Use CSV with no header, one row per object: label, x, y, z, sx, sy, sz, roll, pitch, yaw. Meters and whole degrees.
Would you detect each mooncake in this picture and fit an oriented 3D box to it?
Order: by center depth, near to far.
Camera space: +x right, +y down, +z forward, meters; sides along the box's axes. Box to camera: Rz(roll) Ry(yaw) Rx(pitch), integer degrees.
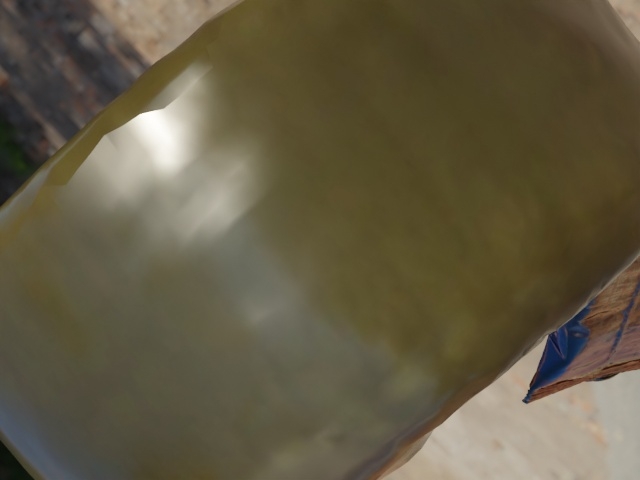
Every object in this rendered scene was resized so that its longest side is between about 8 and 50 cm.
mooncake,0.000,0.000,0.605,0.155,0.284,0.284,53,168,0

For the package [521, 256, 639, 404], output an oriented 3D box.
package,0.155,0.024,0.794,0.200,0.083,0.022,100,155,-56
